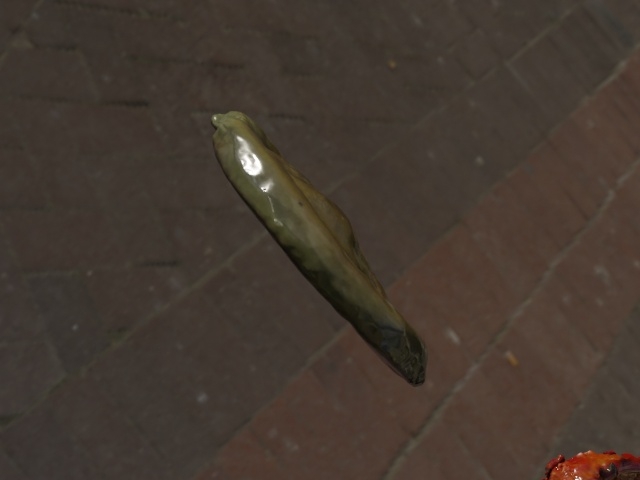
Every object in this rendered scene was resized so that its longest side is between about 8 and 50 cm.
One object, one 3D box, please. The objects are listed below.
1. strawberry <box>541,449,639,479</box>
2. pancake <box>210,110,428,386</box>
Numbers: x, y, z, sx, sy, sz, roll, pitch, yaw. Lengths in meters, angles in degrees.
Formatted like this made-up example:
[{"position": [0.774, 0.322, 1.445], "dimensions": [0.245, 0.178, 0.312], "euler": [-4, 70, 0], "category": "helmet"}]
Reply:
[{"position": [0.276, 0.263, 1.348], "dimensions": [0.188, 0.082, 0.121], "euler": [7, 92, -43], "category": "strawberry"}, {"position": [0.001, -0.001, 0.875], "dimensions": [0.222, 0.042, 0.236], "euler": [52, 1, 9], "category": "pancake"}]
